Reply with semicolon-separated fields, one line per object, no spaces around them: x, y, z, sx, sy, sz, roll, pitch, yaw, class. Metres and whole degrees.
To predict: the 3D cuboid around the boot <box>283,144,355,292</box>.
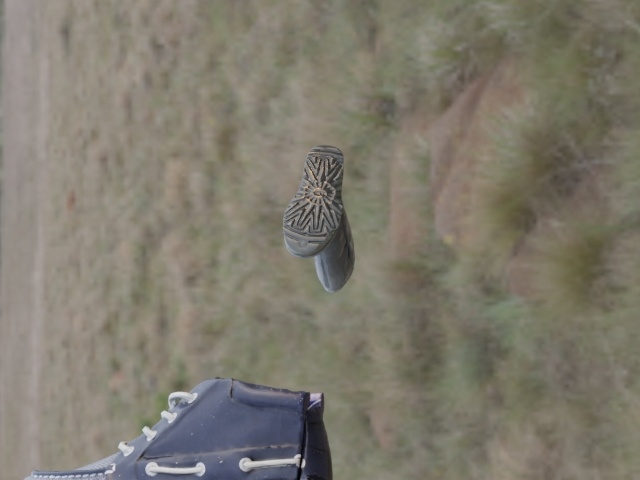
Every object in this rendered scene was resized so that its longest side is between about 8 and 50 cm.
0.002;0.001;1.725;0.208;0.076;0.189;92;-166;-52;boot

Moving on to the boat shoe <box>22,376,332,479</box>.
-0.144;0.213;1.291;0.127;0.341;0.158;31;-118;-71;boat shoe
